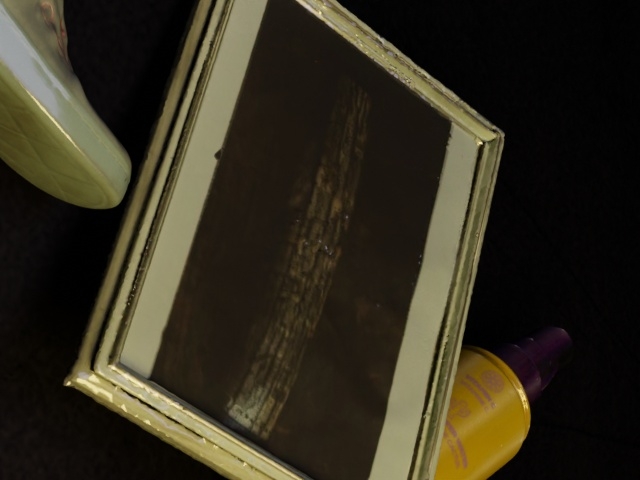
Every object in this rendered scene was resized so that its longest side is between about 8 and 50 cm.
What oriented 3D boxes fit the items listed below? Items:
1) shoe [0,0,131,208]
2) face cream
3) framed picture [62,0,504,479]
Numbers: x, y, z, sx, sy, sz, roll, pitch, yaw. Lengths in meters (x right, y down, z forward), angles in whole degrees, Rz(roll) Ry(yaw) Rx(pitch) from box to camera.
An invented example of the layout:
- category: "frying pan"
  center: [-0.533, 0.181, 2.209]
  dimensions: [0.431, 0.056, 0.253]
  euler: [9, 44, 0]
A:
- category: "shoe"
  center: [-0.141, -0.101, 0.836]
  dimensions: [0.195, 0.079, 0.078]
  euler: [49, 63, -29]
- category: "face cream"
  center: [0.060, 0.114, 1.043]
  dimensions: [0.273, 0.078, 0.078]
  euler: [-31, 110, -44]
- category: "framed picture"
  center: [0.000, 0.000, 0.964]
  dimensions: [0.231, 0.018, 0.293]
  euler: [34, 54, -30]
